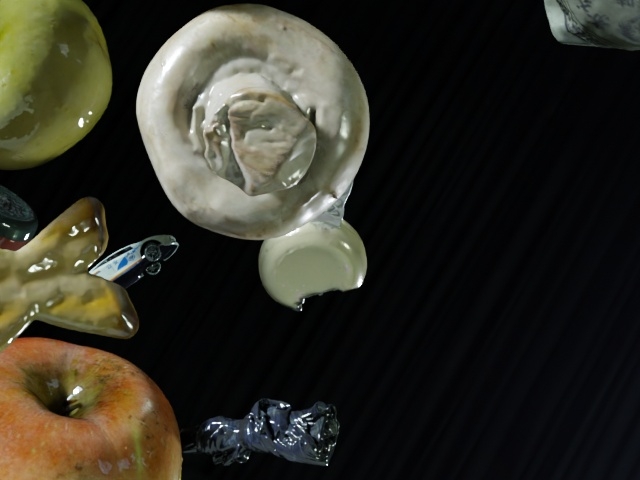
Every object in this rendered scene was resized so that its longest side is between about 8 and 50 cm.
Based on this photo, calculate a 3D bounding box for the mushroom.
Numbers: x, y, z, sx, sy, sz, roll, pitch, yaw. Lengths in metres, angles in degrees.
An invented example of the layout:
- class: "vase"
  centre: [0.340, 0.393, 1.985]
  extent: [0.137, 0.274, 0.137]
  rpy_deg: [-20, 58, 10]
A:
- class: "mushroom"
  centre: [-0.080, -0.150, 1.517]
  extent: [0.298, 0.297, 0.290]
  rpy_deg: [33, -2, -5]

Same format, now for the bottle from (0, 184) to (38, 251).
- class: "bottle"
  centre: [-0.556, 0.071, 1.800]
  extent: [0.144, 0.336, 0.144]
  rpy_deg: [33, 13, -9]

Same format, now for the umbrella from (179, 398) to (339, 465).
- class: "umbrella"
  centre: [-0.085, 0.237, 1.530]
  extent: [0.224, 0.080, 0.071]
  rpy_deg: [-10, -39, 32]

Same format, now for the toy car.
- class: "toy car"
  centre: [-0.319, 0.051, 1.972]
  extent: [0.056, 0.205, 0.095]
  rpy_deg: [51, -16, 10]

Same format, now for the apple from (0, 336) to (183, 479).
- class: "apple"
  centre: [-0.337, 0.301, 1.514]
  extent: [0.339, 0.305, 0.338]
  rpy_deg: [12, 26, -6]

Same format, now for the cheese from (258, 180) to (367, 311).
- class: "cheese"
  centre: [-0.020, -0.005, 1.791]
  extent: [0.164, 0.070, 0.248]
  rpy_deg: [-3, -47, 9]

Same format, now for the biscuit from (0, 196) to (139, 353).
- class: "biscuit"
  centre: [-0.301, 0.048, 1.261]
  extent: [0.047, 0.208, 0.164]
  rpy_deg: [-37, -110, 57]

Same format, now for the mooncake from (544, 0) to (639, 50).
- class: "mooncake"
  centre: [0.396, -0.357, 1.567]
  extent: [0.255, 0.136, 0.250]
  rpy_deg: [8, -40, 28]

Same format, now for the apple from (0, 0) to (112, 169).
- class: "apple"
  centre: [-0.442, -0.244, 1.770]
  extent: [0.292, 0.292, 0.254]
  rpy_deg: [29, 1, 18]
